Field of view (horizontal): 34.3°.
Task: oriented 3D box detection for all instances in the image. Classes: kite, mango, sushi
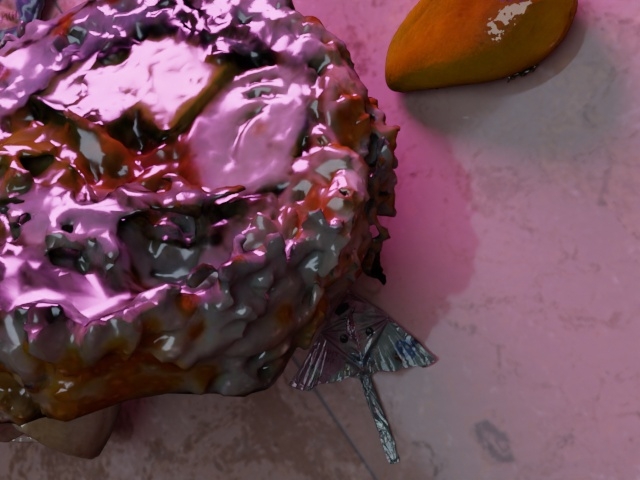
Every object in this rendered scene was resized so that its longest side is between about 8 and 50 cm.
[{"bbox_3d":[0.035,0.117,0.888,0.137,0.005,0.153,-13,81,22],"label":"kite"},{"bbox_3d":[0.130,-0.178,0.850,0.187,0.066,0.101,-22,77,27],"label":"mango"},{"bbox_3d":[-0.138,-0.057,0.804,0.417,0.176,0.418,-5,53,7],"label":"sushi"}]

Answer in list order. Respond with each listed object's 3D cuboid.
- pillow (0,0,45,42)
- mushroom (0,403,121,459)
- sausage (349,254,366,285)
[{"bbox_3d":[-0.375,-0.299,1.069,0.255,0.034,0.189,23,94,22],"label":"pillow"},{"bbox_3d":[-0.297,0.086,0.920,0.253,0.195,0.189,2,76,20],"label":"mushroom"},{"bbox_3d":[0.000,0.000,0.886,0.094,0.054,0.059,45,102,18],"label":"sausage"}]
